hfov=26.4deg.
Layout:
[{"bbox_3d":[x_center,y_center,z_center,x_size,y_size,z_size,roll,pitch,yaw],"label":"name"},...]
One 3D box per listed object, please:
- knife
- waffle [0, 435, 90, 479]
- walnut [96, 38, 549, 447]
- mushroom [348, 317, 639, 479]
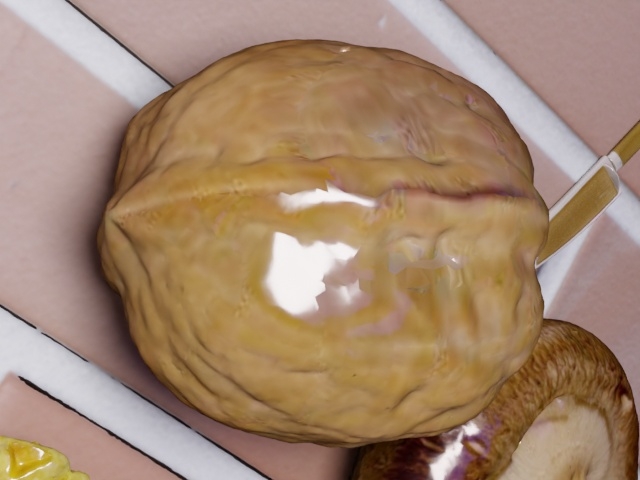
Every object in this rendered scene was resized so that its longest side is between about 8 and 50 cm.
[{"bbox_3d":[0.285,-0.059,1.353,0.256,0.022,0.046,-44,121,-22],"label":"knife"},{"bbox_3d":[-0.257,0.290,0.967,0.307,0.060,0.312,20,84,-15],"label":"waffle"},{"bbox_3d":[-0.002,0.000,1.014,0.343,0.306,0.306,11,90,-35],"label":"walnut"},{"bbox_3d":[0.153,0.243,1.202,0.345,0.239,0.345,12,68,-31],"label":"mushroom"}]
